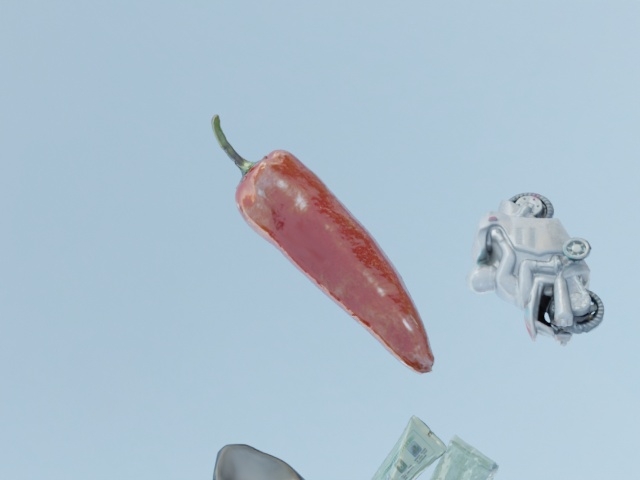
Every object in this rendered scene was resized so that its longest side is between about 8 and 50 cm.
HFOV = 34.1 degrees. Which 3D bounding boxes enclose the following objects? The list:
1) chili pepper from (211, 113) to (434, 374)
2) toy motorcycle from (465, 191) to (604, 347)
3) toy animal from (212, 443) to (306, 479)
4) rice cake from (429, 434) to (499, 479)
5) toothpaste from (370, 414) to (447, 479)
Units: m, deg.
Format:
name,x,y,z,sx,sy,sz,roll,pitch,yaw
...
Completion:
name,x,y,z,sx,sy,sz,roll,pitch,yaw
chili pepper,0.000,0.000,0.833,0.071,0.063,0.272,-37,-102,-30
toy motorcycle,0.287,0.040,1.477,0.171,0.260,0.110,-17,-40,0
toy animal,-0.032,0.269,0.696,0.194,0.302,0.344,36,-57,-17
rice cake,0.176,0.402,1.542,0.040,0.085,0.226,18,-77,-57
toothpaste,0.103,0.325,1.439,0.041,0.064,0.218,-23,-29,-47
